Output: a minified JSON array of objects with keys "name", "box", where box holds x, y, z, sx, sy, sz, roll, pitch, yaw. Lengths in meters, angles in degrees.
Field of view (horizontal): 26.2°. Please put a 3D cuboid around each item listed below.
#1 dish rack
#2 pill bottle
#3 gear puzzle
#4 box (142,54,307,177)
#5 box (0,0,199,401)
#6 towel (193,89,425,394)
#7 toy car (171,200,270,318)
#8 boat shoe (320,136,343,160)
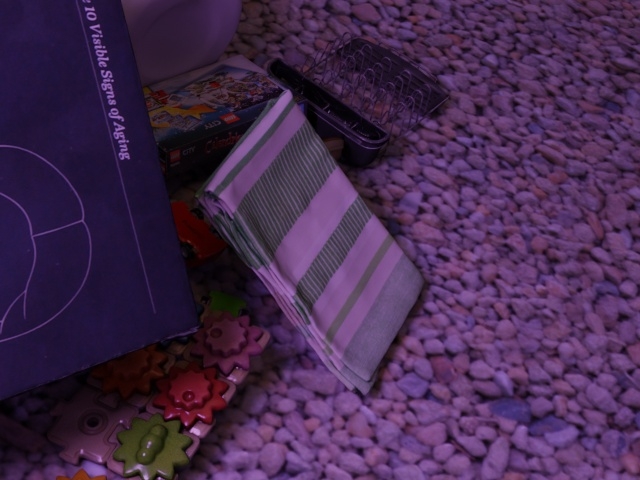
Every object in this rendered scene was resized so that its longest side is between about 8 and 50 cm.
[{"name":"dish rack","box":[0.064,-0.226,2.038,0.208,0.074,0.271,37,46,15]},{"name":"pill bottle","box":[-0.311,-0.410,1.968,0.229,0.229,0.408,-21,57,-35]},{"name":"gear puzzle","box":[-0.206,0.184,1.520,0.175,0.044,0.339,23,55,17]},{"name":"box","box":[-0.157,-0.174,1.886,0.233,0.044,0.159,-23,44,-31]},{"name":"box","box":[-0.432,-0.069,1.375,0.471,0.480,0.297,-18,11,-33]},{"name":"towel","box":[0.000,0.000,1.692,0.325,0.038,0.248,52,41,-18]},{"name":"toy car","box":[-0.115,0.069,1.698,0.239,0.053,0.225,19,44,-1]},{"name":"boat shoe","box":[-0.047,-0.081,1.827,0.104,0.089,0.285,-2,13,27]}]
